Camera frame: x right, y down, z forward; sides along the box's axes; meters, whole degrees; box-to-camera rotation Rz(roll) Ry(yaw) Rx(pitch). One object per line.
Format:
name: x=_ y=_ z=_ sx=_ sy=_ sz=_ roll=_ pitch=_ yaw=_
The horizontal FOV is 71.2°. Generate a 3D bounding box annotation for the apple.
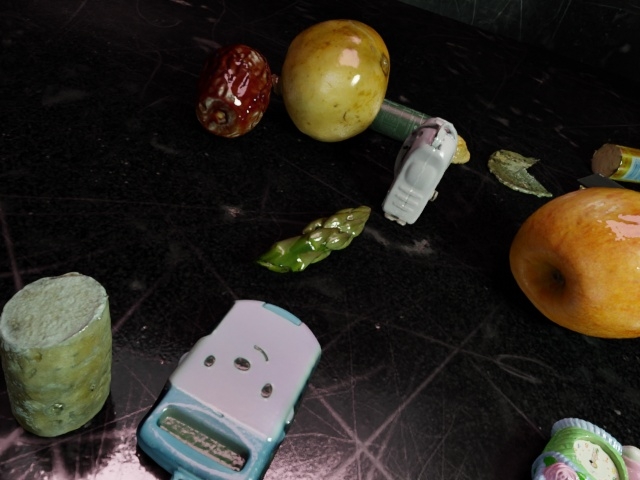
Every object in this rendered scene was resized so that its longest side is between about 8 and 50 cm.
apple: x=0.533 y=0.045 z=0.866 sx=0.275 sy=0.299 sz=0.299 roll=-9 pitch=48 yaw=-10

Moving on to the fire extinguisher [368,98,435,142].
fire extinguisher: x=0.230 y=-0.325 z=1.269 sx=0.311 sy=0.115 sz=0.095 roll=21 pitch=10 yaw=5

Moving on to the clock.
clock: x=0.380 y=0.365 z=0.599 sx=0.194 sy=0.100 sz=0.195 roll=33 pitch=40 yaw=19

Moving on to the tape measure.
tape measure: x=0.234 y=-0.176 z=1.018 sx=0.120 sy=0.236 sz=0.197 roll=26 pitch=35 yaw=3

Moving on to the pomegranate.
pomegranate: x=0.038 y=-0.397 z=1.110 sx=0.307 sy=0.307 sz=0.307 roll=12 pitch=42 yaw=-11

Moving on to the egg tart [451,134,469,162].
egg tart: x=0.391 y=-0.278 z=1.320 sx=0.128 sy=0.049 sz=0.129 roll=12 pitch=44 yaw=-12

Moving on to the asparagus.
asparagus: x=0.000 y=0.000 z=0.844 sx=0.080 sy=0.080 sz=0.287 roll=41 pitch=53 yaw=21

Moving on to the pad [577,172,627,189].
pad: x=0.858 y=-0.163 z=1.347 sx=0.193 sy=0.004 sz=0.116 roll=-16 pitch=49 yaw=-40

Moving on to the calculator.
calculator: x=-0.111 y=0.198 z=0.602 sx=0.172 sy=0.051 sz=0.293 roll=27 pitch=42 yaw=5

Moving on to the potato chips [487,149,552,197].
potato chips: x=0.602 y=-0.211 z=1.354 sx=0.202 sy=0.029 sz=0.220 roll=20 pitch=43 yaw=2

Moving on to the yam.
yam: x=-0.290 y=0.126 z=0.497 sx=0.107 sy=0.194 sz=0.107 roll=14 pitch=40 yaw=-12

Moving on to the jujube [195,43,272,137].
jujube: x=-0.208 y=-0.357 z=1.056 sx=0.183 sy=0.183 sz=0.243 roll=18 pitch=48 yaw=-4

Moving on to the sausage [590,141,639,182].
sausage: x=1.083 y=-0.258 z=1.541 sx=0.317 sy=0.117 sz=0.125 roll=3 pitch=59 yaw=-22

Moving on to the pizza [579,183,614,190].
pizza: x=0.850 y=-0.123 z=1.344 sx=0.193 sy=0.053 sz=0.201 roll=20 pitch=36 yaw=-1
